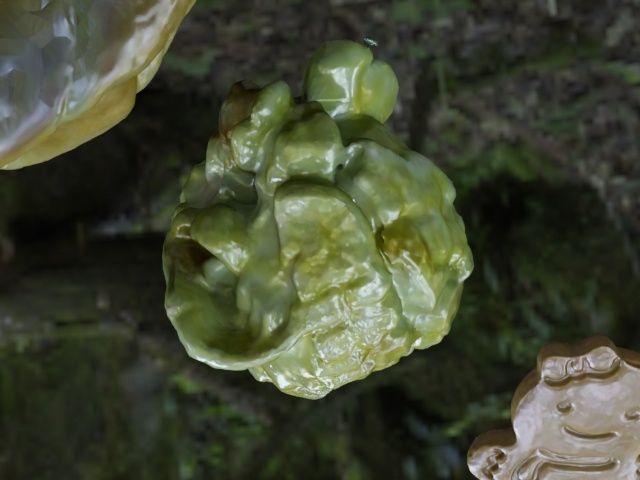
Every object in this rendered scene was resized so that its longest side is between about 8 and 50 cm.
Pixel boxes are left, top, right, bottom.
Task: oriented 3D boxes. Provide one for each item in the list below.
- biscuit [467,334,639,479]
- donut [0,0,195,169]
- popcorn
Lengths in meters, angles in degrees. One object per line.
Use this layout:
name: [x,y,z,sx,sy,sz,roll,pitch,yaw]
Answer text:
biscuit: [0.170,0.139,1.212,0.133,0.027,0.184,18,127,-19]
donut: [-0.204,-0.197,0.934,0.360,0.360,0.170,-8,-163,6]
popcorn: [0.000,0.000,0.817,0.135,0.162,0.141,21,152,0]
